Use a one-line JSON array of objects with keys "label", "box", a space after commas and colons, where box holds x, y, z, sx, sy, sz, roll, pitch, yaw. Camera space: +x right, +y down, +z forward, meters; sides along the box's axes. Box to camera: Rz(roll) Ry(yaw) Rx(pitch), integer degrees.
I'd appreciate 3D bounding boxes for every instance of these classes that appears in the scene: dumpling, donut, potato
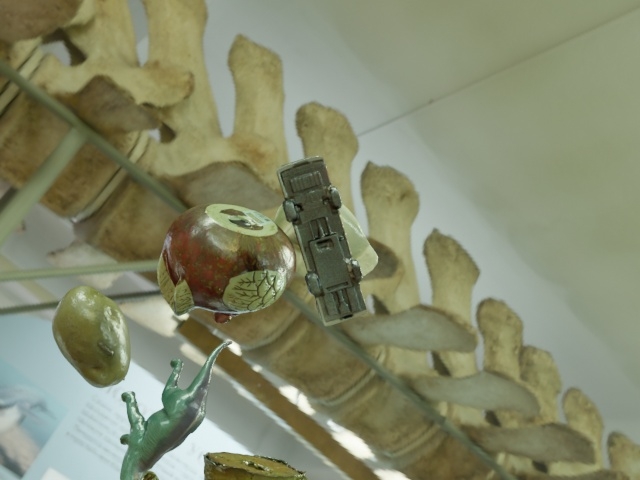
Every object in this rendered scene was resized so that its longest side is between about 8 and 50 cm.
[{"label": "dumpling", "box": [0.000, 0.000, 1.738, 0.252, 0.179, 0.131, 45, -12, 10]}, {"label": "donut", "box": [-0.164, 0.586, 1.945, 0.271, 0.107, 0.272, 8, -9, 1]}, {"label": "potato", "box": [-0.496, 0.213, 1.753, 0.160, 0.178, 0.235, -21, -81, 8]}]

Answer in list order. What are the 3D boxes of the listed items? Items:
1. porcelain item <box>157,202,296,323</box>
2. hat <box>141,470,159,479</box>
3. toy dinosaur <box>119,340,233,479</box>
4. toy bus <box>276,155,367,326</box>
[{"label": "porcelain item", "box": [-0.173, 0.060, 1.476, 0.252, 0.253, 0.253, 20, -34, 14]}, {"label": "hat", "box": [-0.423, 0.594, 1.920, 0.059, 0.076, 0.077, -21, -86, 46]}, {"label": "toy dinosaur", "box": [-0.287, 0.396, 1.587, 0.129, 0.383, 0.331, 52, -2, -31]}, {"label": "toy bus", "box": [0.002, -0.003, 1.274, 0.106, 0.092, 0.268, -115, -172, -76]}]
